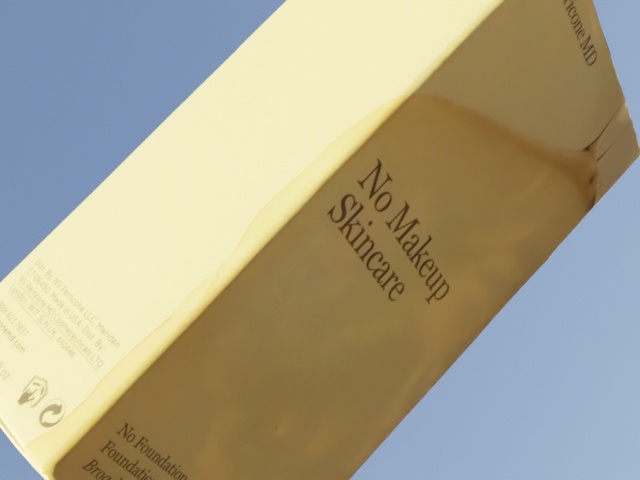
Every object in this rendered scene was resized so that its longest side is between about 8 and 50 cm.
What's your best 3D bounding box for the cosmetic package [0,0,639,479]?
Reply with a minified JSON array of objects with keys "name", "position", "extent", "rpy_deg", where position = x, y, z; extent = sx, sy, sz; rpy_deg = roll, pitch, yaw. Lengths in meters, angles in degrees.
[{"name":"cosmetic package","position":[0.000,0.000,0.513],"extent":[0.309,0.113,0.160],"rpy_deg":[-46,-44,-8]}]
